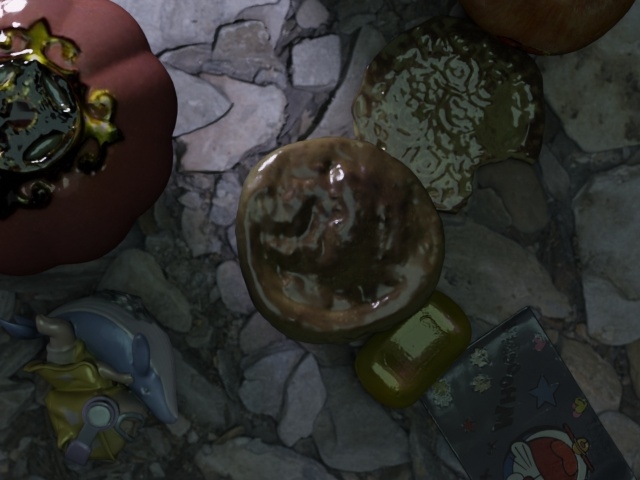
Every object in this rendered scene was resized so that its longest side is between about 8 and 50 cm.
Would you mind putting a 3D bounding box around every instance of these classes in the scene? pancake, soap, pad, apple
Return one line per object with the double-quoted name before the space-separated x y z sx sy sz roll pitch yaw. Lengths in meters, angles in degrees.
"pancake" 0.146 -0.143 1.495 0.235 0.029 0.211 -26 93 -9
"soap" 0.103 0.120 1.476 0.140 0.045 0.089 -45 99 -9
"pad" 0.234 0.222 1.517 0.170 0.006 0.245 -33 95 -8
"apple" 0.246 -0.305 1.435 0.211 0.188 0.211 0 91 -6
"pancake" 0.019 0.002 1.426 0.242 0.050 0.241 1 86 -12

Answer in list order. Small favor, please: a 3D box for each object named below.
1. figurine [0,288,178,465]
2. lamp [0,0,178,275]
"figurine" -0.240 0.135 1.383 0.209 0.128 0.183 26 88 0
"lamp" -0.290 -0.116 1.314 0.306 0.239 0.305 0 90 -10
